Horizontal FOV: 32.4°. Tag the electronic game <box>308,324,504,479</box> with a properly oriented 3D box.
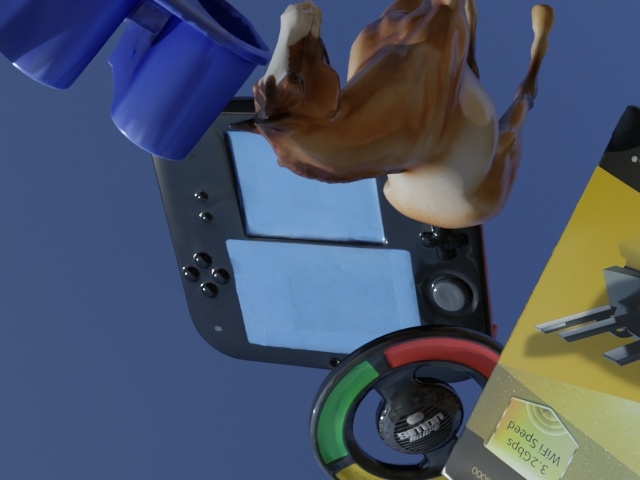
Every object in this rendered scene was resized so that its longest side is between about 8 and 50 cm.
[{"bbox_3d":[0.101,0.180,1.120,0.229,0.229,0.048,12,-150,-17],"label":"electronic game"}]

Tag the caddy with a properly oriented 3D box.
[{"bbox_3d":[-0.173,-0.226,1.046,0.241,0.341,0.179,34,-78,-22],"label":"caddy"}]

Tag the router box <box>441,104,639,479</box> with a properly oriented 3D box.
[{"bbox_3d":[0.241,0.106,0.557,0.309,0.243,0.081,35,-158,32],"label":"router box"}]

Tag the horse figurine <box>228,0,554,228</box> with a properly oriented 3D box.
[{"bbox_3d":[0.058,-0.074,0.528,0.066,0.263,0.174,12,-104,22],"label":"horse figurine"}]

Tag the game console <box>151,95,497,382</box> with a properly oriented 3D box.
[{"bbox_3d":[0.000,0.000,1.235,0.060,0.386,0.342,-55,-39,-49],"label":"game console"}]
